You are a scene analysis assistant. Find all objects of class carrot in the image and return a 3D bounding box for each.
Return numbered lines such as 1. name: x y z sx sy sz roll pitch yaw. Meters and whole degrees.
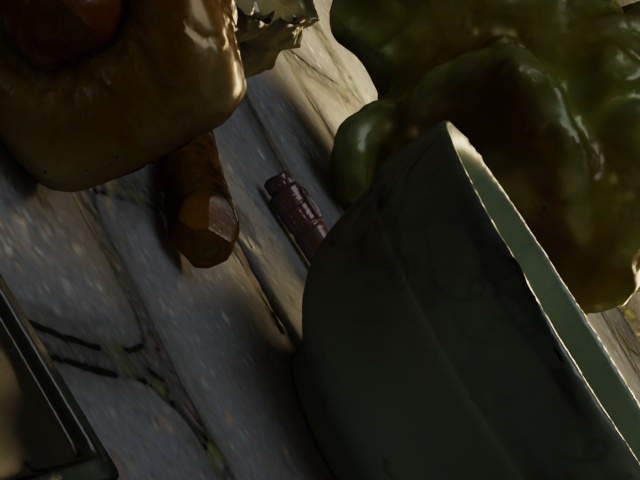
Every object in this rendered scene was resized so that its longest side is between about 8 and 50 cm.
1. carrot: -0.074 -0.039 1.128 0.042 0.042 0.170 51 12 -28

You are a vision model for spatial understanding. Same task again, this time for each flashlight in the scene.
1. flashlight: 0.000 0.000 1.329 0.110 0.031 0.052 57 13 1

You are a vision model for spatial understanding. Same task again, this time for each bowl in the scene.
1. bowl: 0.095 0.096 1.153 0.307 0.163 0.307 53 12 -17

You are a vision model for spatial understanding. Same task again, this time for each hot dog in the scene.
1. hot dog: -0.123 -0.146 0.980 0.256 0.150 0.153 -101 166 -59

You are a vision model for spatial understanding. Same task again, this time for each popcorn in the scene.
1. popcorn: 0.171 -0.080 1.610 0.335 0.274 0.279 18 -24 24

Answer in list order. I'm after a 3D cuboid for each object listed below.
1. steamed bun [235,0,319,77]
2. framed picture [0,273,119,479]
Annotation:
1. steamed bun: -0.090 -0.188 1.295 0.177 0.106 0.192 64 22 10
2. framed picture: -0.176 0.012 0.654 0.213 0.016 0.289 58 12 6
